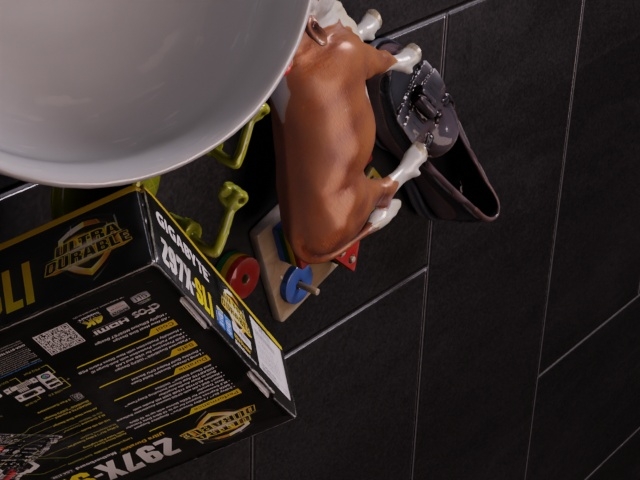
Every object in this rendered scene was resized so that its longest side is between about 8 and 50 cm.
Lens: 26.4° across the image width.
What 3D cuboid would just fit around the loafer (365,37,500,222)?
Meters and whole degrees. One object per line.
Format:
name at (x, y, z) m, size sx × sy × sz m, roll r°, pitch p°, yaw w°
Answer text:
loafer at (0.131, -0.117, 1.532) m, size 0.109 × 0.095 × 0.302 m, roll -61°, pitch 147°, yaw -20°

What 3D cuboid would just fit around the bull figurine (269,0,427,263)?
bull figurine at (0.015, -0.135, 1.331) m, size 0.188 × 0.101 × 0.310 m, roll -19°, pitch 118°, yaw -43°

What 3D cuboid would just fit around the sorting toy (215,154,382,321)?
sorting toy at (0.000, 0.000, 1.462) m, size 0.274 × 0.046 × 0.132 m, roll -46°, pitch 141°, yaw -31°

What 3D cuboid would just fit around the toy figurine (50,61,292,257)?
toy figurine at (-0.076, -0.150, 1.138) m, size 0.217 × 0.191 × 0.362 m, roll 20°, pitch 80°, yaw -68°

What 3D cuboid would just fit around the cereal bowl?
cereal bowl at (-0.179, -0.207, 0.939) m, size 0.339 × 0.141 × 0.338 m, roll -2°, pitch 95°, yaw -23°

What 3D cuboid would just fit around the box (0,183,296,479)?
box at (-0.214, 0.112, 1.022) m, size 0.322 × 0.079 × 0.257 m, roll -24°, pitch 145°, yaw 9°
